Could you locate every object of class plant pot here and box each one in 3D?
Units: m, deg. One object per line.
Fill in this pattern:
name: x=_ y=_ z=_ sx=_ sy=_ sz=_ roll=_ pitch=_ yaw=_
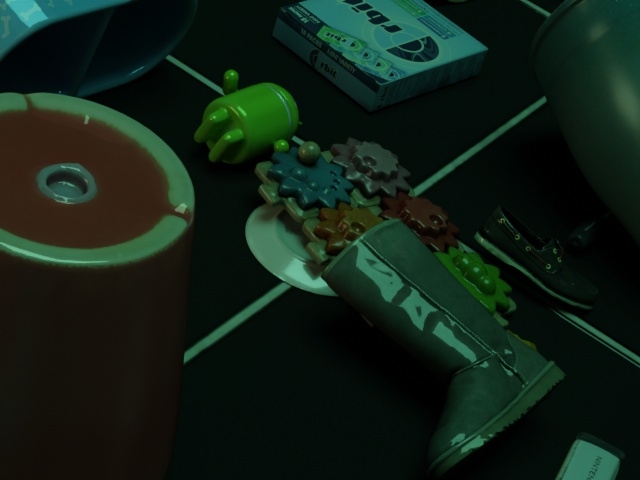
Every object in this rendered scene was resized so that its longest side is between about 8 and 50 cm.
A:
plant pot: x=-0.209 y=0.045 z=1.218 sx=0.275 sy=0.243 sz=0.275 roll=13 pitch=37 yaw=-10
plant pot: x=0.374 y=-0.113 z=1.669 sx=0.272 sy=0.271 sz=0.255 roll=-2 pitch=61 yaw=-26

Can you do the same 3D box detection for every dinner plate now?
dinner plate: x=0.000 y=0.000 z=1.560 sx=0.141 sy=0.017 sz=0.141 roll=11 pitch=37 yaw=-9

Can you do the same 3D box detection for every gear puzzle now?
gear puzzle: x=0.090 y=0.020 z=1.530 sx=0.175 sy=0.044 sz=0.339 roll=-12 pitch=51 yaw=-42

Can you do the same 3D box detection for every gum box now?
gum box: x=0.067 y=-0.218 z=1.847 sx=0.157 sy=0.041 sz=0.184 roll=41 pitch=41 yaw=26

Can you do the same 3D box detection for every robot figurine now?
robot figurine: x=-0.068 y=-0.114 z=1.631 sx=0.115 sy=0.067 sz=0.101 roll=-26 pitch=73 yaw=-45

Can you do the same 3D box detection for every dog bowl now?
dog bowl: x=-0.238 y=-0.200 z=1.596 sx=0.297 sy=0.166 sz=0.074 roll=-24 pitch=66 yaw=-43

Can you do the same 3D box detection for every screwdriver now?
screwdriver: x=0.296 y=-0.025 z=1.722 sx=0.025 sy=0.024 sz=0.170 roll=7 pitch=24 yaw=36

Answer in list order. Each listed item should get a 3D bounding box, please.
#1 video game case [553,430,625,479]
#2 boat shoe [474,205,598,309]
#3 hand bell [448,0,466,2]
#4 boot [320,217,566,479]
video game case: x=0.095 y=0.286 z=1.017 sx=0.035 sy=0.275 sz=0.248 roll=25 pitch=37 yaw=11
boat shoe: x=0.211 y=0.018 z=1.594 sx=0.133 sy=0.042 sz=0.049 roll=36 pitch=18 yaw=0
hand bell: x=0.102 y=-0.392 z=2.057 sx=0.126 sy=0.126 sz=0.242 roll=-16 pitch=37 yaw=-38
boot: x=0.083 y=0.087 z=1.403 sx=0.208 sy=0.076 sz=0.189 roll=45 pitch=42 yaw=10
